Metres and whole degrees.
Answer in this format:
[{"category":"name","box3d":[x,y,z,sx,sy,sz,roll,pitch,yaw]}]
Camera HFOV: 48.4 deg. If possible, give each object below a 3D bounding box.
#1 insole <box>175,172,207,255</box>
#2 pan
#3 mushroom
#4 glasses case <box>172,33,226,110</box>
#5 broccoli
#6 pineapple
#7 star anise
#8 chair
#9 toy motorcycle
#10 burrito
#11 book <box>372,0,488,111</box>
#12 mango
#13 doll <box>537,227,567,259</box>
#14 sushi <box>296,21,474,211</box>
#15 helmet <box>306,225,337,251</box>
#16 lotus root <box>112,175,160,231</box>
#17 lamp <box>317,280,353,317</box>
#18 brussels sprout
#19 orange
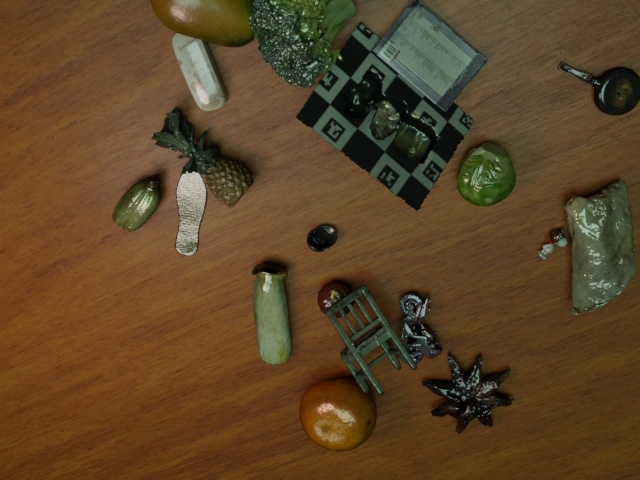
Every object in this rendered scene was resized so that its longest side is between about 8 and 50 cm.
[{"category":"insole","box3d":[-0.352,-0.071,1.918,0.086,0.005,0.253,10,113,2]},{"category":"pan","box3d":[0.663,-0.372,1.683,0.212,0.040,0.114,24,107,-5]},{"category":"mushroom","box3d":[-0.135,0.205,1.973,0.100,0.081,0.312,3,114,10]},{"category":"glasses case","box3d":[-0.296,-0.417,1.744,0.081,0.051,0.204,-18,110,13]},{"category":"broccoli","box3d":[-0.037,-0.493,1.626,0.243,0.247,0.263,-36,83,-15]},{"category":"pineapple","box3d":[-0.296,-0.212,1.798,0.277,0.119,0.130,40,129,-9]},{"category":"star anise","box3d":[0.420,0.443,2.010,0.272,0.102,0.271,1,110,3]},{"category":"chair","box3d":[0.119,0.270,1.926,0.136,0.147,0.270,-34,91,-16]},{"category":"toy motorcycle","box3d":[0.276,0.244,1.952,0.118,0.084,0.212,2,108,13]},{"category":"burrito","box3d":[0.717,0.026,1.808,0.175,0.107,0.347,-6,109,8]},{"category":"book","box3d":[0.259,-0.438,1.685,0.231,0.026,0.157,38,102,-12]},{"category":"mango","box3d":[-0.262,-0.552,1.640,0.255,0.139,0.175,12,120,-16]},{"category":"doll","box3d":[0.601,0.007,1.848,0.085,0.040,0.058,-29,117,15]},{"category":"sushi","box3d":[0.147,-0.287,1.728,0.373,0.100,0.296,36,74,-13]},{"category":"helmet","box3d":[0.001,0.000,1.892,0.084,0.049,0.065,-20,77,-14]},{"category":"lotus root","box3d":[-0.477,-0.099,1.878,0.090,0.077,0.183,35,114,-17]},{"category":"lamp","box3d":[0.042,0.160,1.933,0.101,0.090,0.101,0,77,-1]},{"category":"brussels sprout","box3d":[0.410,-0.157,1.753,0.155,0.117,0.155,5,122,8]},{"category":"orange","box3d":[0.050,0.489,2.026,0.224,0.170,0.224,7,115,16]}]
